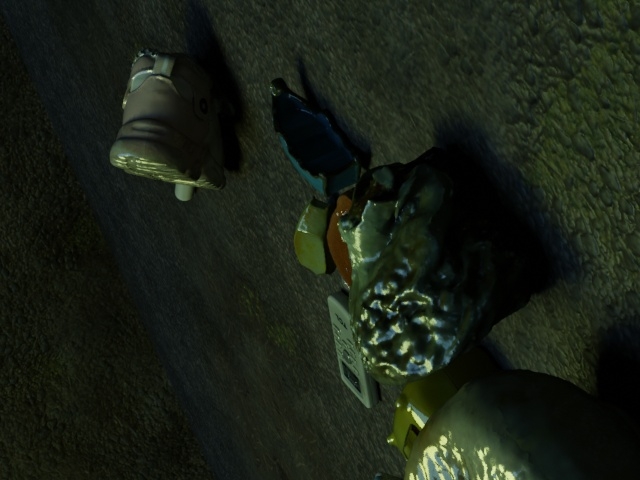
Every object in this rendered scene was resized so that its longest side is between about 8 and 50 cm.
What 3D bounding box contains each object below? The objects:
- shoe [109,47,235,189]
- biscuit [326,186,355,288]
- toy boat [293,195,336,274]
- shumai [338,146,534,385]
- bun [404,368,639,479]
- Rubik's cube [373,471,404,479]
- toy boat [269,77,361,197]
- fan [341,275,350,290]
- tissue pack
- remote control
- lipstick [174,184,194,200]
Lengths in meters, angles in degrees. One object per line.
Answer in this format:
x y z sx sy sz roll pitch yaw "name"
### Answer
-0.224 -0.192 2.075 0.351 0.172 0.198 66 -145 -90 "shoe"
0.075 0.035 1.701 0.186 0.036 0.192 56 160 18 "biscuit"
0.000 0.000 1.828 0.065 0.066 0.172 20 146 16 "toy boat"
0.099 0.023 1.378 0.218 0.189 0.256 64 157 -2 "shumai"
0.248 0.291 1.251 0.365 0.219 0.365 40 141 43 "bun"
0.157 0.488 1.581 0.387 0.368 0.358 -112 45 -73 "Rubik's cube"
-0.013 -0.138 1.656 0.185 0.075 0.077 54 162 41 "toy boat"
0.107 0.161 1.801 0.282 0.023 0.057 57 169 23 "fan"
0.157 0.220 1.571 0.123 0.127 0.178 54 160 25 "tissue pack"
0.050 0.165 1.954 0.087 0.029 0.190 45 153 45 "remote control"
-0.253 -0.117 2.417 0.038 0.038 0.131 60 162 14 "lipstick"
